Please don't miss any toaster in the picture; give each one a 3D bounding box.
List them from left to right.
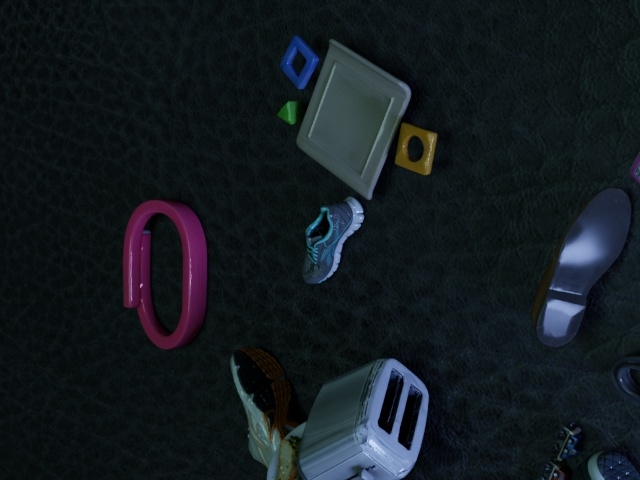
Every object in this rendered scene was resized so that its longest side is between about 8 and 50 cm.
[{"bbox_3d":[0.068,0.269,1.387,0.129,0.227,0.146,43,129,-17],"label":"toaster"}]

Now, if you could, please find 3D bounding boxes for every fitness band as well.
[{"bbox_3d":[-0.298,0.065,1.819,0.209,0.054,0.290,7,100,42],"label":"fitness band"}]

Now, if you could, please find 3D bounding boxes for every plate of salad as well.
[{"bbox_3d":[0.008,0.358,1.464,0.200,0.048,0.199,-10,52,13],"label":"plate of salad"}]

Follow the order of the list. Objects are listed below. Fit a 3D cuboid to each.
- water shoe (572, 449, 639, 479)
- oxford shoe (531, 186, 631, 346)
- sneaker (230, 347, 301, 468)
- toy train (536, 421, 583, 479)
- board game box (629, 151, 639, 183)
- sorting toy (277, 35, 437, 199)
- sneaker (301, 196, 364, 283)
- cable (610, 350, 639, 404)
[{"bbox_3d":[0.385,0.359,1.164,0.203,0.073,0.080,68,154,21],"label":"water shoe"},{"bbox_3d":[0.318,0.024,1.194,0.076,0.076,0.212,-106,39,-72],"label":"oxford shoe"},{"bbox_3d":[-0.098,0.310,1.610,0.121,0.099,0.262,-50,59,40],"label":"sneaker"},{"bbox_3d":[0.310,0.311,1.250,0.036,0.027,0.158,30,114,35],"label":"toy train"},{"bbox_3d":[0.461,-0.107,0.932,0.224,0.098,0.303,53,152,27],"label":"board game box"},{"bbox_3d":[0.056,-0.186,1.449,0.348,0.047,0.196,40,124,36],"label":"sorting toy"},{"bbox_3d":[0.000,0.000,1.496,0.065,0.076,0.166,46,123,33],"label":"sneaker"},{"bbox_3d":[0.475,0.169,1.076,0.287,0.072,0.139,-18,98,56],"label":"cable"}]
